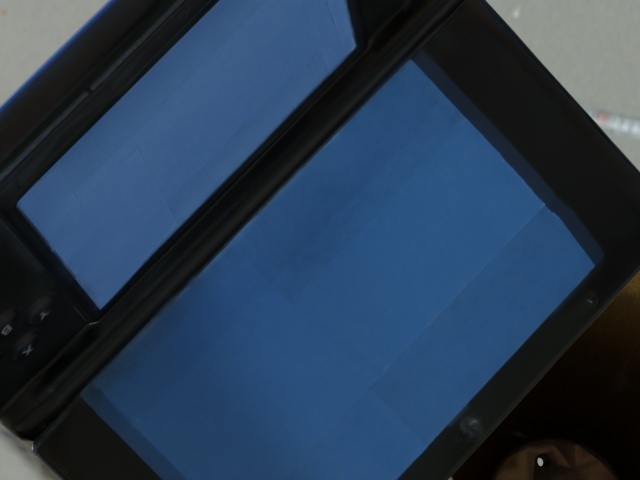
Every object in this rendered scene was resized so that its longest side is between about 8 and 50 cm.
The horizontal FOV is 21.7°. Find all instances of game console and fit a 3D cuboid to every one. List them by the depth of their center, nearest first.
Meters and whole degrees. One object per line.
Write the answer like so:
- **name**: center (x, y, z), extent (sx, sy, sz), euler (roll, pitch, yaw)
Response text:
- **game console**: center (0.000, 0.000, 0.692), extent (0.173, 0.293, 0.250), euler (40, 170, 19)

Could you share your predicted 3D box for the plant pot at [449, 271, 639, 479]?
- **plant pot**: center (0.195, 0.168, 1.285), extent (0.237, 0.237, 0.254), euler (13, 156, 8)
